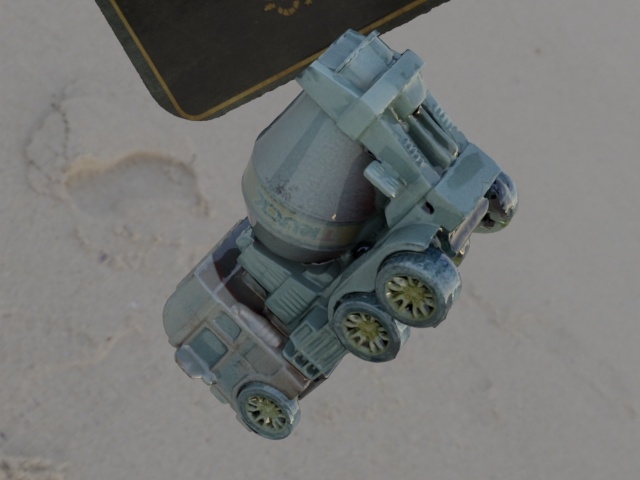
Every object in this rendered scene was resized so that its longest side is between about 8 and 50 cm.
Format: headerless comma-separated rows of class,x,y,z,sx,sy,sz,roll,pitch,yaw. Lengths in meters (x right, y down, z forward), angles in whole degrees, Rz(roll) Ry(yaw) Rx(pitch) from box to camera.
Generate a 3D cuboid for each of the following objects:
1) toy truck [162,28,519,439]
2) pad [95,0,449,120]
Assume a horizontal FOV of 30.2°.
toy truck,0.000,0.000,0.680,0.140,0.257,0.108,43,45,-3
pad,-0.001,-0.215,0.829,0.315,0.375,0.063,59,22,-17
